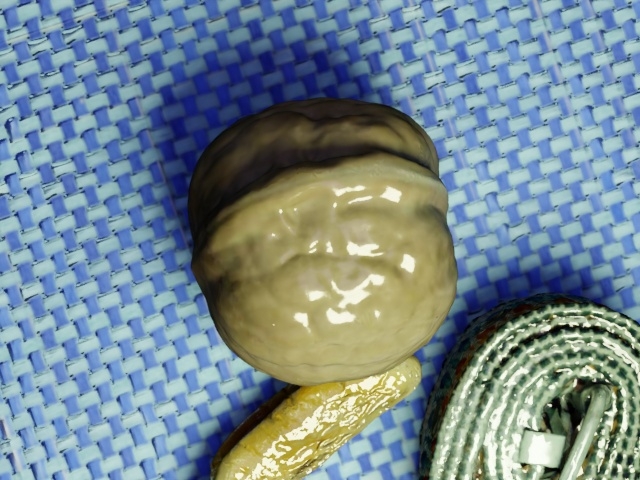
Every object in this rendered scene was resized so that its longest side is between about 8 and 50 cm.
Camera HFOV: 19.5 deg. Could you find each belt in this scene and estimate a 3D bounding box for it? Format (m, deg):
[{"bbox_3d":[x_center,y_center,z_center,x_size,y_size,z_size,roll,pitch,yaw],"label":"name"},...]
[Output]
[{"bbox_3d":[0.191,0.189,1.644,0.206,0.160,0.295,27,89,-7],"label":"belt"}]

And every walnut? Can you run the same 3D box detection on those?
[{"bbox_3d":[0.000,0.000,1.579,0.248,0.248,0.248,0,93,-7],"label":"walnut"}]

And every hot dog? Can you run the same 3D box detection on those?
[{"bbox_3d":[-0.018,0.168,1.656,0.242,0.084,0.073,-40,98,-2],"label":"hot dog"}]
